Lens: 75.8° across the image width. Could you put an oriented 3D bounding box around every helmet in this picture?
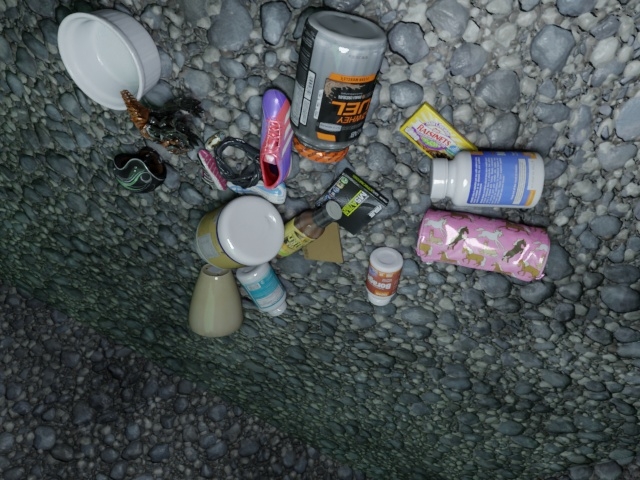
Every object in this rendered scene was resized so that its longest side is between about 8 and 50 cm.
[{"bbox_3d":[-0.678,-0.257,1.529,0.161,0.169,0.169,-20,121,16],"label":"helmet"}]

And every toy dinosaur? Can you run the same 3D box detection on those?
[{"bbox_3d":[-0.505,-0.362,1.316,0.218,0.322,0.165,-3,93,18],"label":"toy dinosaur"}]

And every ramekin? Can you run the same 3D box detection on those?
[{"bbox_3d":[-0.631,-0.558,1.258,0.277,0.135,0.277,12,132,13],"label":"ramekin"}]

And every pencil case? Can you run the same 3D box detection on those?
[{"bbox_3d":[0.496,0.013,1.272,0.385,0.160,0.167,10,132,14],"label":"pencil case"}]

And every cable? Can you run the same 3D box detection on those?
[{"bbox_3d":[-0.282,-0.264,1.403,0.184,0.047,0.151,28,114,-3],"label":"cable"}]

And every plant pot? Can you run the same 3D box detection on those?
[{"bbox_3d":[-0.473,0.245,1.859,0.256,0.256,0.274,13,117,12],"label":"plant pot"}]

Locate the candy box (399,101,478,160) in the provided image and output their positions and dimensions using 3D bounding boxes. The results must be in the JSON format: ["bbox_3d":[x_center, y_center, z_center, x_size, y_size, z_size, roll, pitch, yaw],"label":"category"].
[{"bbox_3d":[0.334,-0.287,1.164,0.205,0.027,0.105,37,130,-12],"label":"candy box"}]

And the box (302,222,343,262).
[{"bbox_3d":[0.000,0.000,1.567,0.164,0.021,0.201,5,131,20],"label":"box"}]

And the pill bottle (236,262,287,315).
[{"bbox_3d":[-0.240,0.204,1.765,0.146,0.146,0.264,-7,127,28],"label":"pill bottle"}]

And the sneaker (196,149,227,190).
[{"bbox_3d":[-0.408,-0.247,1.490,0.074,0.063,0.170,-10,130,22],"label":"sneaker"}]

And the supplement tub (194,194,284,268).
[{"bbox_3d":[-0.306,-0.018,1.485,0.241,0.241,0.331,47,151,-20],"label":"supplement tub"}]

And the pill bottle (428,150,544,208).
[{"bbox_3d":[0.439,-0.166,1.115,0.271,0.152,0.152,3,131,8],"label":"pill bottle"}]

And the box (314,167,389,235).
[{"bbox_3d":[0.102,-0.127,1.394,0.184,0.045,0.190,39,134,-9],"label":"box"}]

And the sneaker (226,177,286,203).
[{"bbox_3d":[-0.227,-0.191,1.463,0.237,0.085,0.086,14,103,19],"label":"sneaker"}]

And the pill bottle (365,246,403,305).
[{"bbox_3d":[0.231,0.139,1.522,0.121,0.121,0.216,13,133,12],"label":"pill bottle"}]

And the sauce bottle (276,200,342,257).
[{"bbox_3d":[-0.061,-0.040,1.457,0.111,0.111,0.344,42,138,-16],"label":"sauce bottle"}]

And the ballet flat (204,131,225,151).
[{"bbox_3d":[-0.371,-0.335,1.412,0.114,0.041,0.041,-26,116,38],"label":"ballet flat"}]

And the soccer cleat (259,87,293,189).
[{"bbox_3d":[-0.143,-0.308,1.284,0.108,0.116,0.318,14,134,10],"label":"soccer cleat"}]

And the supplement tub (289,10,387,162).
[{"bbox_3d":[0.032,-0.388,1.076,0.207,0.207,0.338,20,135,5],"label":"supplement tub"}]
